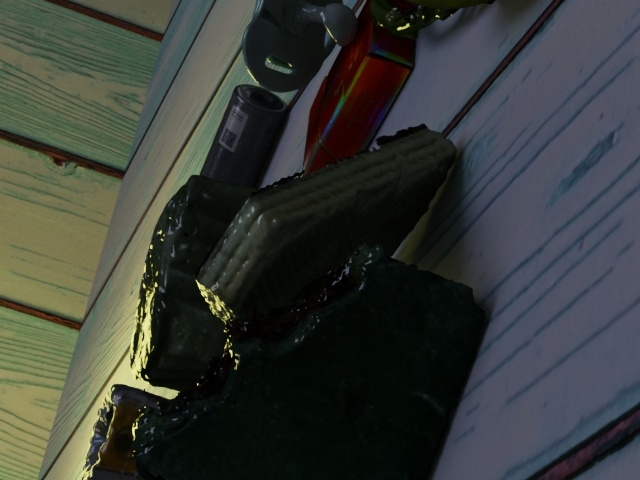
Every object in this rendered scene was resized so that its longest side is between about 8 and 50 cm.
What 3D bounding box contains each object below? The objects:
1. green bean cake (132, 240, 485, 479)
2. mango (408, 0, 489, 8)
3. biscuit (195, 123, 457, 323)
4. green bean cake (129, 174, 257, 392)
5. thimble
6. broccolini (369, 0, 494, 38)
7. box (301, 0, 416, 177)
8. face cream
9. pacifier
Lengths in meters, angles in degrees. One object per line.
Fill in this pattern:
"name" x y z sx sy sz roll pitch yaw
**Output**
"green bean cake" -0.009 0.091 1.153 0.107 0.193 0.208 -111 43 -80
"mango" 0.120 -0.247 1.241 0.091 0.137 0.237 -25 -21 -35
"biscuit" 0.000 0.000 1.258 0.252 0.052 0.150 -22 -28 -53
"green bean cake" -0.142 0.059 1.958 0.222 0.125 0.227 133 148 -64
"thimble" -0.204 0.240 1.950 0.151 0.117 0.127 142 145 -71
"broccolini" 0.095 -0.241 1.447 0.123 0.062 0.271 -69 17 -9
"box" 0.035 -0.147 1.637 0.112 0.048 0.175 -85 18 -47
"face cream" -0.125 -0.062 2.158 0.073 0.073 0.283 -95 27 -62
"pacifier" -0.006 -0.209 1.623 0.116 0.126 0.150 19 87 43
